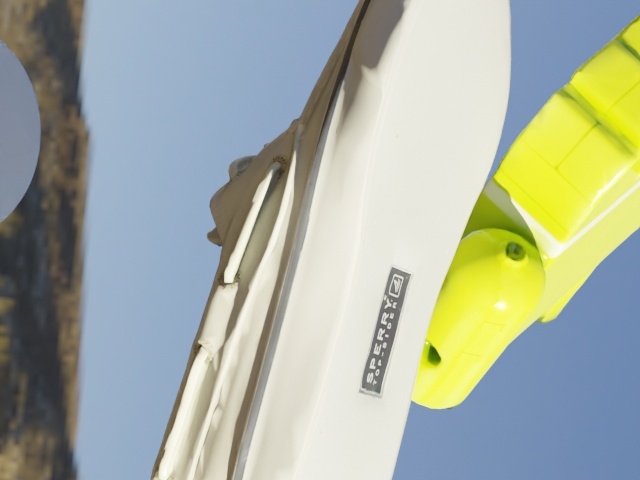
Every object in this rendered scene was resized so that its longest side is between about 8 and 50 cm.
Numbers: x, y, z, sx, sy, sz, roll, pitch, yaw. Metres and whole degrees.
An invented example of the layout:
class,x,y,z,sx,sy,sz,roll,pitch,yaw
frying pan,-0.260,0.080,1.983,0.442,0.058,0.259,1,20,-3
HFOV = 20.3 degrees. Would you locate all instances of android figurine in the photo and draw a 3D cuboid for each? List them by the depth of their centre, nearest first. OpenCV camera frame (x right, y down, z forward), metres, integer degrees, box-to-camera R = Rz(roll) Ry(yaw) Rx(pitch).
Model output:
class,x,y,z,sx,sy,sz,roll,pitch,yaw
android figurine,0.126,-0.026,0.802,0.056,0.248,0.273,46,-39,11

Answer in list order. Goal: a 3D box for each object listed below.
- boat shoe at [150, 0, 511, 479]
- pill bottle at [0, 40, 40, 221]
class,x,y,z,sx,sy,sz,roll,pitch,yaw
boat shoe,0.000,0.000,0.690,0.088,0.096,0.267,12,-95,32
pill bottle,-0.322,-0.068,1.107,0.323,0.181,0.181,2,-96,42
